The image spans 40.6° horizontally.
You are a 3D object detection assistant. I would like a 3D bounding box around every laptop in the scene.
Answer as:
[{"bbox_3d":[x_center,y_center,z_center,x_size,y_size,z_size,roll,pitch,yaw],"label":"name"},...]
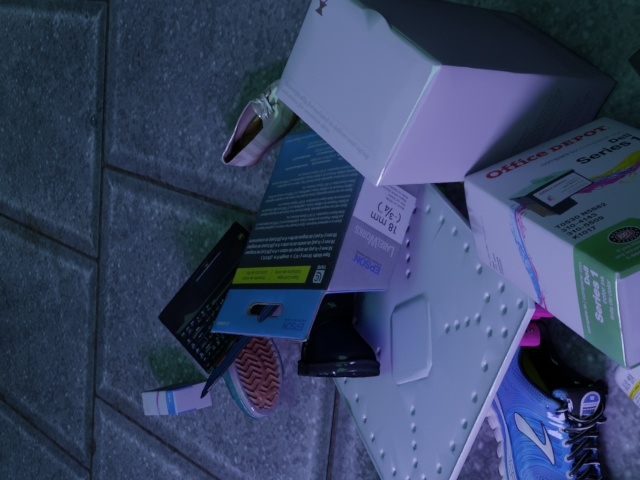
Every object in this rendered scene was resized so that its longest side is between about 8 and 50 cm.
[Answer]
[{"bbox_3d":[-0.170,0.108,1.470,0.234,0.136,0.264,-50,58,3],"label":"laptop"}]

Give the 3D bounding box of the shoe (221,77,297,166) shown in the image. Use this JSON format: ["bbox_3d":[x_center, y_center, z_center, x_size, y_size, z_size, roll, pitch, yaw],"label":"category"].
[{"bbox_3d":[-0.103,-0.203,1.508,0.219,0.058,0.076,-49,61,38],"label":"shoe"}]

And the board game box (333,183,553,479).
[{"bbox_3d":[0.144,0.140,1.197,0.390,0.050,0.389,-120,43,-56],"label":"board game box"}]

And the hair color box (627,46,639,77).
[{"bbox_3d":[0.500,-0.098,0.851,0.185,0.114,0.374,-46,63,40],"label":"hair color box"}]

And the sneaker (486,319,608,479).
[{"bbox_3d":[0.299,0.249,1.097,0.147,0.130,0.330,-41,66,44],"label":"sneaker"}]

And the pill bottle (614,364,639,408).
[{"bbox_3d":[0.438,0.193,0.950,0.215,0.117,0.117,52,128,29],"label":"pill bottle"}]

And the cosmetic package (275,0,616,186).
[{"bbox_3d":[0.156,-0.181,1.017,0.197,0.366,0.155,47,126,33],"label":"cosmetic package"}]

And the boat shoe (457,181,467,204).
[{"bbox_3d":[0.233,-0.059,1.177,0.060,0.064,0.178,-57,50,41],"label":"boat shoe"}]

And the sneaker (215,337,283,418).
[{"bbox_3d":[-0.162,0.202,1.598,0.121,0.108,0.302,-47,54,40],"label":"sneaker"}]

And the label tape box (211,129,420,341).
[{"bbox_3d":[0.000,0.000,1.237,0.241,0.106,0.333,-3,62,53],"label":"label tape box"}]

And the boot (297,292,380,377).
[{"bbox_3d":[0.020,0.104,1.307,0.246,0.094,0.207,154,118,-73],"label":"boot"}]

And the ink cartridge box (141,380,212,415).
[{"bbox_3d":[-0.293,0.321,1.755,0.122,0.089,0.052,-15,84,46],"label":"ink cartridge box"}]

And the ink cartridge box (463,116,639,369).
[{"bbox_3d":[0.306,-0.013,0.899,0.278,0.201,0.117,-133,23,-60],"label":"ink cartridge box"}]
